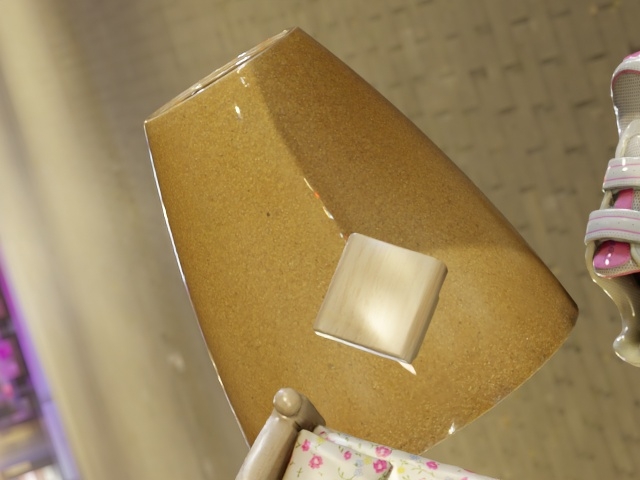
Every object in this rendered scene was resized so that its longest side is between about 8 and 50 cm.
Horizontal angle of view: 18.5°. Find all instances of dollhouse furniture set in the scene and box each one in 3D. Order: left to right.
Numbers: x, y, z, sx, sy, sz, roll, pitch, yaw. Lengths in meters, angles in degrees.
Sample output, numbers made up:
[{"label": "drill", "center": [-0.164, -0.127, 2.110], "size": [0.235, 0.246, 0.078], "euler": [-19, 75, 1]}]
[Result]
[{"label": "dollhouse furniture set", "center": [0.075, 0.180, 0.707], "size": [0.174, 0.303, 0.356], "euler": [56, -127, -67]}]

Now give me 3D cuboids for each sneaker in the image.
[{"label": "sneaker", "center": [0.252, -0.016, 1.449], "size": [0.103, 0.111, 0.252], "euler": [-19, 83, 61]}]

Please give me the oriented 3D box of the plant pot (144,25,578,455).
[{"label": "plant pot", "center": [0.000, 0.000, 1.272], "size": [0.254, 0.237, 0.237], "euler": [57, 171, -9]}]
